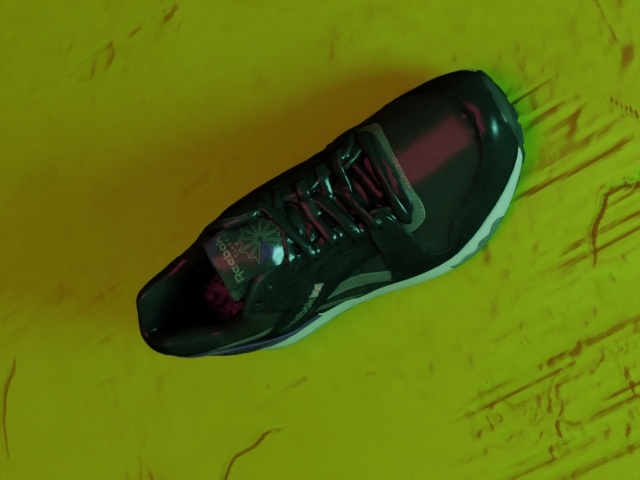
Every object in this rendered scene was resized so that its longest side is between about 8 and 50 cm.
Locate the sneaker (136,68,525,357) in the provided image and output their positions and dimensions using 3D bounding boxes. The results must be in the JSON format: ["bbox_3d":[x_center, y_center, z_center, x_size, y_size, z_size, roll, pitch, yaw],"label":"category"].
[{"bbox_3d":[0.000,0.000,1.052,0.283,0.124,0.107,-39,75,35],"label":"sneaker"}]
